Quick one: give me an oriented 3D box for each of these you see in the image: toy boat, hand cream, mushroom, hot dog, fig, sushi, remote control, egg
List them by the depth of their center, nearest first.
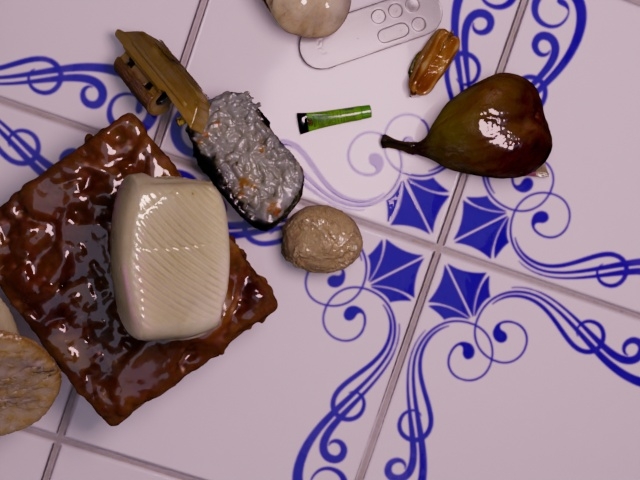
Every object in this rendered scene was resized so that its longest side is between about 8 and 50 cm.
[{"bbox_3d":[-0.251,-0.245,1.693,0.088,0.068,0.226,-44,64,11],"label":"toy boat"},{"bbox_3d":[-0.027,-0.389,1.726,0.154,0.122,0.154,14,61,-27],"label":"mushroom"},{"bbox_3d":[-0.117,-0.125,1.731,0.136,0.126,0.225,-33,95,-1],"label":"sushi"},{"bbox_3d":[0.000,0.000,1.755,0.140,0.116,0.118,9,118,21],"label":"egg"},{"bbox_3d":[0.232,-0.174,1.761,0.274,0.145,0.170,-9,89,13],"label":"fig"},{"bbox_3d":[0.082,-0.344,1.782,0.245,0.022,0.077,-19,94,-4],"label":"remote control"},{"bbox_3d":[0.023,-0.202,1.787,0.121,0.023,0.036,-11,107,-3],"label":"hand cream"},{"bbox_3d":[0.182,-0.292,1.789,0.056,0.041,0.133,33,83,-7],"label":"hot dog"}]

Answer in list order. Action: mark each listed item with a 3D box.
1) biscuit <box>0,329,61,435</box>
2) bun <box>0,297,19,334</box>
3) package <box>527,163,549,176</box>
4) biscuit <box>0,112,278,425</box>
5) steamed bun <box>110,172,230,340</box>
[{"bbox_3d":[-0.490,0.215,1.600,0.219,0.033,0.220,-12,131,-14],"label":"biscuit"},{"bbox_3d":[-0.643,0.162,1.658,0.364,0.202,0.364,-8,126,-12],"label":"bun"},{"bbox_3d":[0.354,-0.147,1.817,0.059,0.029,0.083,4,84,2],"label":"package"},{"bbox_3d":[-0.310,0.043,1.705,0.342,0.166,0.395,-36,97,-6],"label":"biscuit"},{"bbox_3d":[-0.227,0.020,1.563,0.170,0.152,0.239,-4,100,-31],"label":"steamed bun"}]
